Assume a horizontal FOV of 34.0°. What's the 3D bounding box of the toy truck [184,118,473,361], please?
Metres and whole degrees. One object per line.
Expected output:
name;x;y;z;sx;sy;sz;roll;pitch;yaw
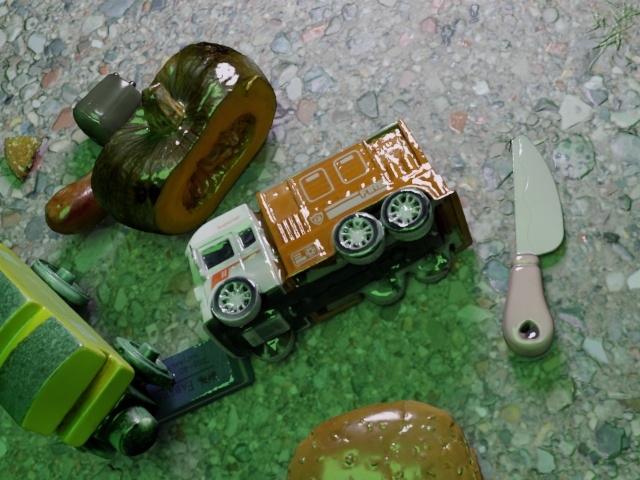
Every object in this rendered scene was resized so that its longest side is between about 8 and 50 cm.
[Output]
toy truck;0.000;0.000;1.482;0.387;0.173;0.207;-27;58;3

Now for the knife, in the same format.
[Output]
knife;0.299;-0.003;1.461;0.081;0.043;0.336;1;69;11

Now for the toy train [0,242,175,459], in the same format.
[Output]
toy train;-0.403;0.136;1.469;0.442;0.272;0.179;34;86;37

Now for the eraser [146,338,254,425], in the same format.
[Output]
eraser;-0.211;0.213;1.536;0.225;0.036;0.082;-25;63;7

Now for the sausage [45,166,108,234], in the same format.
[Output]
sausage;-0.314;-0.124;1.656;0.076;0.103;0.302;32;80;36

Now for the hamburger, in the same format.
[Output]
hamburger;0.087;0.349;1.324;0.259;0.144;0.283;-18;72;-4

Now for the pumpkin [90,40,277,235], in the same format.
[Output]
pumpkin;-0.208;-0.154;1.570;0.139;0.222;0.317;37;85;24

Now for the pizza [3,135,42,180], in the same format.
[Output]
pizza;-0.493;-0.146;1.762;0.078;0.025;0.083;-26;72;11

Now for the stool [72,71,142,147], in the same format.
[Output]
stool;-0.341;-0.212;1.705;0.096;0.096;0.110;33;77;25
